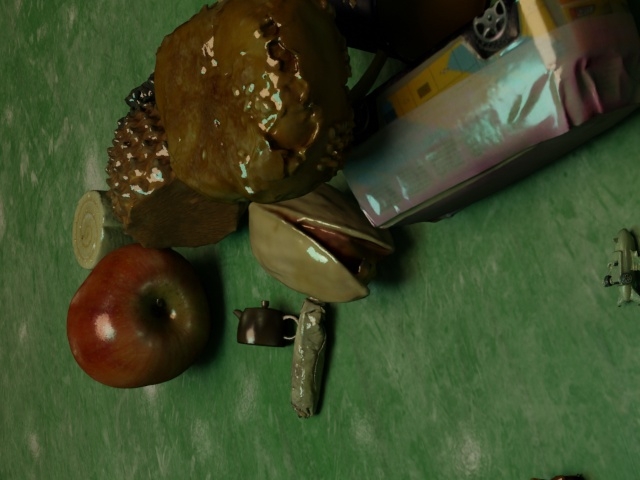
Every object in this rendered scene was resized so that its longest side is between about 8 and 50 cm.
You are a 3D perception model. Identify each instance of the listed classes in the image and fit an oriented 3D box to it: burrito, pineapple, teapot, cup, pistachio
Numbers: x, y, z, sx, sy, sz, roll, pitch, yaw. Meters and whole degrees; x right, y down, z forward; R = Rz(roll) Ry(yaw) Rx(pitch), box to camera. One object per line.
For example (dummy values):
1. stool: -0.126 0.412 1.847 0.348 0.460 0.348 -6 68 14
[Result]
1. burrito: -0.017 0.174 1.473 0.058 0.045 0.188 -127 44 -71
2. pineapple: -0.248 -0.163 1.657 0.223 0.223 0.357 -54 38 36
3. teapot: -0.080 0.125 1.534 0.121 0.076 0.068 1 81 25
4. cup: 0.032 -0.296 1.264 0.256 0.255 0.178 25 150 51
5. pistachio: 0.000 0.000 1.363 0.230 0.157 0.157 25 109 42

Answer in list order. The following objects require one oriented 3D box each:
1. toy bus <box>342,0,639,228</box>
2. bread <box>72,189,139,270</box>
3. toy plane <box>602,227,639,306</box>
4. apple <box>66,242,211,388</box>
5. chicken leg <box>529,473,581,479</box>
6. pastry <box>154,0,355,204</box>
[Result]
1. toy bus: 0.189 -0.143 1.132 0.386 0.171 0.162 -31 80 49
2. bread: -0.358 -0.016 1.831 0.134 0.141 0.148 50 125 44
3. toy plane: 0.317 0.028 1.060 0.080 0.033 0.083 159 107 -65
4. apple: -0.311 0.125 1.695 0.241 0.242 0.242 -10 82 53
5. chicken leg: 0.297 0.378 1.047 0.113 0.093 0.304 -51 56 24
6. pastry: -0.067 -0.167 1.178 0.311 0.162 0.255 12 103 55
